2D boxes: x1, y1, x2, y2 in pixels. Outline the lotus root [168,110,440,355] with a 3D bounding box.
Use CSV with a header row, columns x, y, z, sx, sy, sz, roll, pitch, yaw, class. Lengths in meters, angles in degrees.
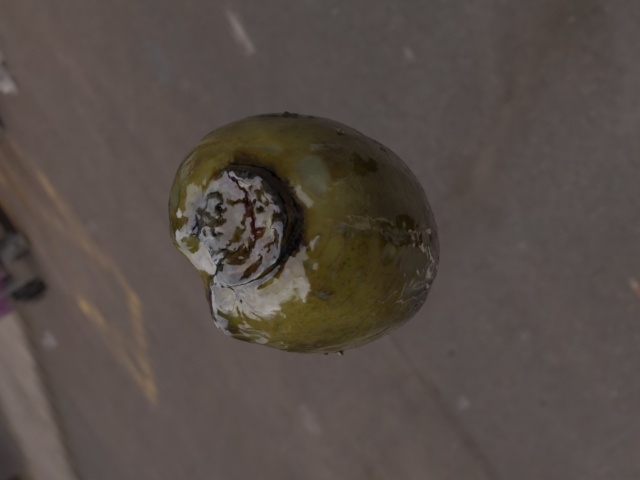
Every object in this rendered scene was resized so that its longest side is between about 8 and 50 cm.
x,y,z,sx,sy,sz,roll,pitch,yaw,class
0.002,-0.002,1.143,0.154,0.154,0.278,52,-172,17,lotus root
